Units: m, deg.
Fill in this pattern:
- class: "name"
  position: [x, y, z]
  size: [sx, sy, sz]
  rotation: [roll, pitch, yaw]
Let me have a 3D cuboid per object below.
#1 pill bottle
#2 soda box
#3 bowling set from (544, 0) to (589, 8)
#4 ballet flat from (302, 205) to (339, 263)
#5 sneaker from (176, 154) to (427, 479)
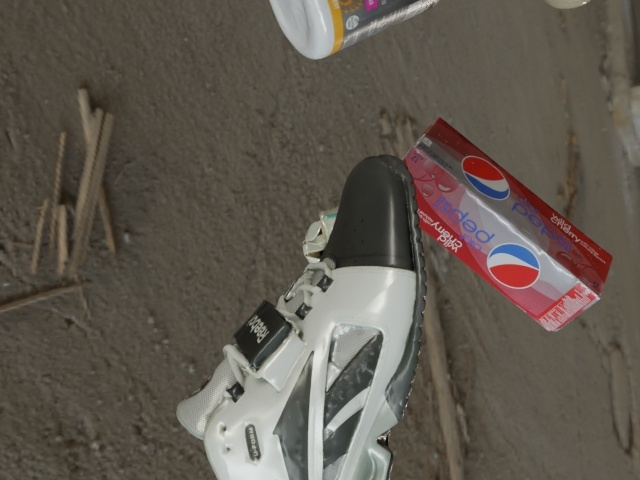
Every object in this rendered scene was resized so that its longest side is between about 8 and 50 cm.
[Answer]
- class: "pill bottle"
  position: [0.075, -0.376, 1.094]
  size: [0.279, 0.162, 0.162]
  rotation: [-29, 112, -15]
- class: "soda box"
  position: [0.201, -0.018, 0.902]
  size: [0.263, 0.083, 0.092]
  rotation: [40, 40, 2]
- class: "bowling set"
  position: [0.135, -0.323, 0.645]
  size: [0.154, 0.287, 0.200]
  rotation: [-44, 131, -14]
- class: "ballet flat"
  position: [0.000, 0.000, 1.081]
  size: [0.052, 0.168, 0.057]
  rotation: [-7, 63, -18]
- class: "sneaker"
  position: [-0.018, 0.092, 0.536]
  size: [0.122, 0.146, 0.330]
  rotation: [153, -51, -82]
